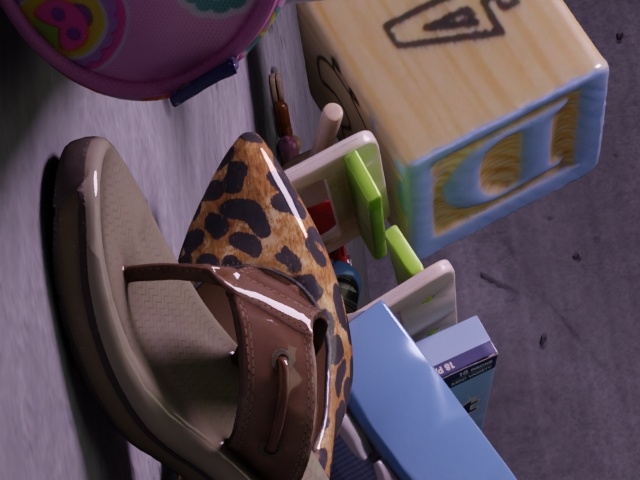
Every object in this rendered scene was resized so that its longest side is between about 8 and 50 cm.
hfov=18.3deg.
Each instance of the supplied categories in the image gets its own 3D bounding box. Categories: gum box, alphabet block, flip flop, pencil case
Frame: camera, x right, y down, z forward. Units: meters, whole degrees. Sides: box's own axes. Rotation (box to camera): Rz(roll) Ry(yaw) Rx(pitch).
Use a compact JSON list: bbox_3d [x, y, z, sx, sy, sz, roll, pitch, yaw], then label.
[{"bbox_3d":[0.061,0.143,1.625,0.184,0.157,0.041,90,-25,-65],"label":"gum box"},{"bbox_3d":[0.111,-0.136,1.685,0.197,0.193,0.192,59,-10,25],"label":"alphabet block"},{"bbox_3d":[-0.023,0.066,0.815,0.277,0.080,0.112,57,17,-23],"label":"flip flop"},{"bbox_3d":[-0.056,-0.142,0.782,0.284,0.124,0.124,-89,171,-73],"label":"pencil case"}]

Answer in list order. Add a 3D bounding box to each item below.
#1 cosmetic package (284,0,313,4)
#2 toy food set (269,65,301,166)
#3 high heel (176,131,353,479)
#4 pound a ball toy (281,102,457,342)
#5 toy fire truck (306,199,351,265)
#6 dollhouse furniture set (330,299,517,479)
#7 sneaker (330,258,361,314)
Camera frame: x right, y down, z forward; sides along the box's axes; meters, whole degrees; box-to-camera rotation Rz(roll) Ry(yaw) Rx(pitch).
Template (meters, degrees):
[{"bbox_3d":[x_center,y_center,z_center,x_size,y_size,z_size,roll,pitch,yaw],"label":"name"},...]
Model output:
[{"bbox_3d":[-0.030,-0.243,1.127,0.183,0.151,0.151,75,9,-66],"label":"cosmetic package"},{"bbox_3d":[-0.032,-0.108,1.895,0.078,0.019,0.122,-33,116,-86],"label":"toy food set"},{"bbox_3d":[-0.033,0.069,0.948,0.186,0.093,0.261,61,28,-85],"label":"high heel"},{"bbox_3d":[0.000,0.000,1.573,0.208,0.136,0.319,60,-3,12],"label":"pound a ball toy"},{"bbox_3d":[0.003,0.018,1.988,0.135,0.047,0.192,-93,175,-47],"label":"toy fire truck"},{"bbox_3d":[-0.010,0.221,1.232,0.303,0.198,0.286,55,-26,1],"label":"dollhouse furniture set"},{"bbox_3d":[0.009,0.104,1.913,0.078,0.067,0.188,-63,154,-44],"label":"sneaker"}]
